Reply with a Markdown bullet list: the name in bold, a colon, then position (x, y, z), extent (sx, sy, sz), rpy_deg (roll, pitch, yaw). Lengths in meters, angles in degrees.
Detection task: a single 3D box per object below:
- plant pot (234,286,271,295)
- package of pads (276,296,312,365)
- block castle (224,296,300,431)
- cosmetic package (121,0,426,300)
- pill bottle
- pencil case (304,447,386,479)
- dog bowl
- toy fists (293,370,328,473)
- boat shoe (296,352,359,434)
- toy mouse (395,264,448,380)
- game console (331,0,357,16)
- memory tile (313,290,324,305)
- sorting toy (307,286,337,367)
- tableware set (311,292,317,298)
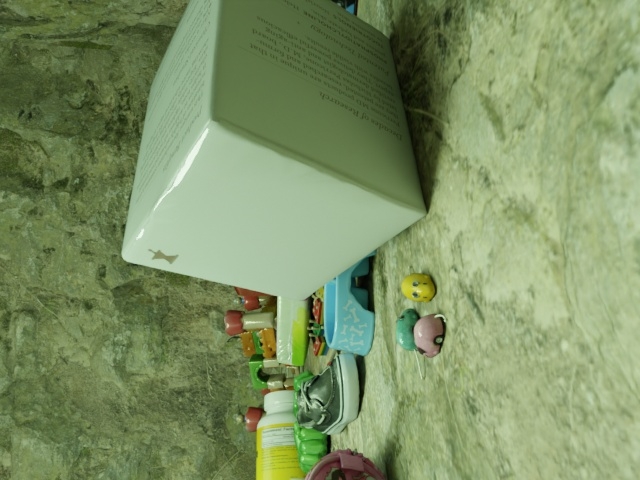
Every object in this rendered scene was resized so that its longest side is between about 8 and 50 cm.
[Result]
- **plant pot**: position (-0.113, 0.014, 1.256), extent (0.267, 0.267, 0.236), rpy_deg (-26, -66, -78)
- **package of pads**: position (-0.081, 0.224, 1.571), extent (0.229, 0.101, 0.297), rpy_deg (-72, -15, -77)
- **block castle**: position (-0.215, 0.416, 1.735), extent (0.303, 0.212, 0.453), rpy_deg (-63, -35, -72)
- **cosmetic package**: position (-0.086, -0.166, 0.775), extent (0.329, 0.327, 0.394), rpy_deg (-39, 44, 42)
- **pill bottle**: position (-0.101, 0.643, 1.465), extent (0.188, 0.187, 0.334), rpy_deg (106, 164, -57)
- **pencil case**: position (0.017, 0.499, 0.858), extent (0.160, 0.167, 0.386), rpy_deg (52, 151, 25)
- **dog bowl**: position (0.054, 0.081, 0.965), extent (0.166, 0.074, 0.297), rpy_deg (173, 98, -81)
- **toy fists**: position (-0.033, 0.507, 1.360), extent (0.279, 0.096, 0.142), rpy_deg (-96, 13, -47)
- **boat shoe**: position (0.007, 0.355, 1.058), extent (0.335, 0.119, 0.121), rpy_deg (102, 167, -48)
- **toy mouse**: position (0.126, 0.116, 0.636), extent (0.161, 0.031, 0.143), rpy_deg (-143, 55, -79)
- **game console**: position (0.035, -0.520, 1.179), extent (0.085, 0.124, 0.144), rpy_deg (-36, -47, -67)
- **memory tile**: position (0.012, 0.162, 1.303), extent (0.148, 0.012, 0.113), rpy_deg (-130, 49, -63)
- **sorting toy**: position (0.007, 0.212, 1.215), extent (0.274, 0.046, 0.132), rpy_deg (-111, 32, -53)
- **tableware set**: position (-0.003, 0.222, 1.397), extent (0.128, 0.039, 0.194), rpy_deg (104, 165, -54)
